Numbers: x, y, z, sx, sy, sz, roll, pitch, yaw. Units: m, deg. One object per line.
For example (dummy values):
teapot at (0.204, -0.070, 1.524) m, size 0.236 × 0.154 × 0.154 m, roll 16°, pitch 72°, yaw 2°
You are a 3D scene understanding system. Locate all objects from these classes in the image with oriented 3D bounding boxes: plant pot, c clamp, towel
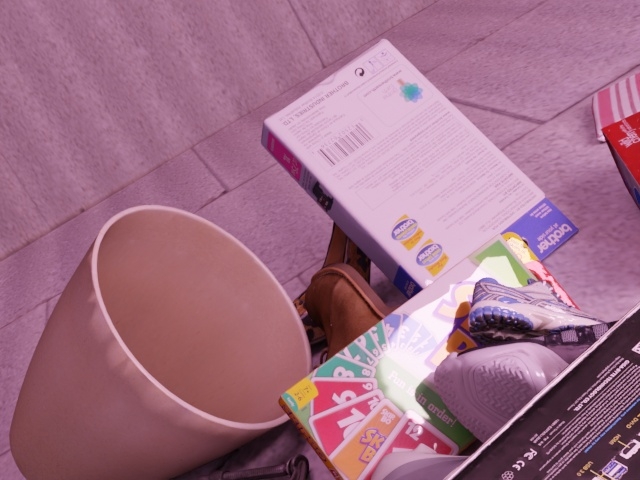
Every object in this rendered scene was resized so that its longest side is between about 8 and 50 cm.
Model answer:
plant pot at (-0.192, 0.146, 1.117) m, size 0.274 × 0.256 × 0.256 m, roll -43°, pitch 9°, yaw 31°
c clamp at (-0.069, 0.227, 1.010) m, size 0.161 × 0.022 × 0.137 m, roll -14°, pitch 23°, yaw 43°
towel at (0.432, -0.189, 1.364) m, size 0.197 × 0.029 × 0.144 m, roll -25°, pitch 18°, yaw 23°

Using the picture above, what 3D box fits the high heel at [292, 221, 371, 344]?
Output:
high heel at (0.000, 0.000, 1.255) m, size 0.261 × 0.186 × 0.093 m, roll -36°, pitch 17°, yaw -20°

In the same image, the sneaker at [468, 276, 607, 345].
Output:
sneaker at (0.183, 0.058, 0.887) m, size 0.052 × 0.135 × 0.058 m, roll 122°, pitch 156°, yaw -44°

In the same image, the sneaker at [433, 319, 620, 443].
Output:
sneaker at (0.221, 0.088, 0.809) m, size 0.269 × 0.101 × 0.153 m, roll -3°, pitch 30°, yaw 44°

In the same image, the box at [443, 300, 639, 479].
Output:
box at (0.209, 0.153, 0.542) m, size 0.322 × 0.079 × 0.257 m, roll -37°, pitch 41°, yaw -22°

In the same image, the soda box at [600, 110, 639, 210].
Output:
soda box at (0.341, -0.055, 1.032) m, size 0.092 × 0.083 × 0.263 m, roll -25°, pitch 17°, yaw 13°

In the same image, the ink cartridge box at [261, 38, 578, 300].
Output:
ink cartridge box at (0.104, -0.060, 1.188) m, size 0.186 × 0.311 × 0.065 m, roll -37°, pitch -19°, yaw -22°

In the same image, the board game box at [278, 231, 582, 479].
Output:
board game box at (0.105, 0.103, 0.908) m, size 0.259 × 0.124 × 0.039 m, roll -35°, pitch -11°, yaw -19°

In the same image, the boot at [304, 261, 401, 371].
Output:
boot at (0.028, 0.106, 1.063) m, size 0.115 × 0.112 × 0.305 m, roll -39°, pitch 21°, yaw -7°

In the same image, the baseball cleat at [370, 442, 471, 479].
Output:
baseball cleat at (0.113, 0.191, 0.768) m, size 0.206 × 0.072 × 0.109 m, roll -19°, pitch 35°, yaw 44°
